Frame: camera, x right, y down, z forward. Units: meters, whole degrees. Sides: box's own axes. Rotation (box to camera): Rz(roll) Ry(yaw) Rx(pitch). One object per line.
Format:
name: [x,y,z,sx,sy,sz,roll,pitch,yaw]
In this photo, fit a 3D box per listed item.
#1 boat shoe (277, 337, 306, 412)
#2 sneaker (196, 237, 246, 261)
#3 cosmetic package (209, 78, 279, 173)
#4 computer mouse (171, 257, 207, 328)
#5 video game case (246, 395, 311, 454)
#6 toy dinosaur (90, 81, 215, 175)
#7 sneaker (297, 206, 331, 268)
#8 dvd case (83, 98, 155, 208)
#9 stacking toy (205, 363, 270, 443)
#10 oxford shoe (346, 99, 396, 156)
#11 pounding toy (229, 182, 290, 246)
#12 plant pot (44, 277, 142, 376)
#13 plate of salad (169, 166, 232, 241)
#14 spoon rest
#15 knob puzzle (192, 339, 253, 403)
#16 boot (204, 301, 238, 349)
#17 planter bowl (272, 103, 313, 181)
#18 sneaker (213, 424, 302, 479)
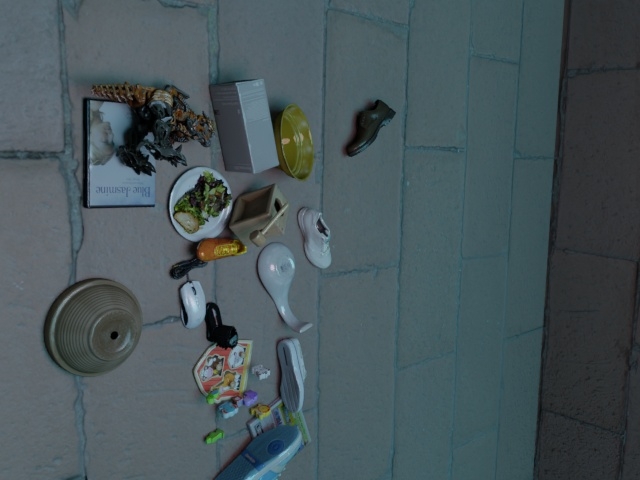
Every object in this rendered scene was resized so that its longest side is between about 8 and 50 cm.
boat shoe: [-0.073,0.407,2.065,0.076,0.083,0.226,-11,98,-52]
sneaker: [-0.263,0.019,1.805,0.175,0.068,0.064,-16,101,-57]
cosmetic package: [-0.201,-0.302,1.795,0.107,0.127,0.237,-22,110,-41]
computer mouse: [-0.335,0.145,1.794,0.106,0.042,0.192,-19,110,-43]
video game case: [-0.125,0.595,2.097,0.193,0.023,0.212,-33,118,-37]
toy dinosaur: [-0.391,-0.279,1.595,0.322,0.164,0.218,13,72,-27]
sneaker: [0.000,0.000,2.070,0.080,0.094,0.212,-41,124,-35]
dvd case: [-0.474,-0.203,1.610,0.180,0.022,0.252,-5,101,-45]
stacking toy: [-0.231,0.467,1.922,0.221,0.052,0.166,-22,126,-40]
oxford shoe: [0.142,-0.362,2.177,0.096,0.083,0.227,42,67,-16]
pounding toy: [-0.141,-0.045,1.803,0.094,0.181,0.206,55,29,-36]
plant pot: [-0.509,0.212,1.585,0.237,0.110,0.237,-10,105,-43]
plate of salad: [-0.306,-0.093,1.780,0.200,0.048,0.199,-9,102,-44]
spoon rest: [-0.109,0.140,2.010,0.137,0.084,0.276,-25,101,-41]
knob puzzle: [-0.272,0.366,1.905,0.213,0.030,0.213,-10,105,-44]
boot: [-0.268,0.234,1.836,0.045,0.099,0.121,-9,103,-46]
planter bowl: [-0.102,-0.269,1.904,0.217,0.091,0.217,-5,90,-67]
sneaker: [-0.159,0.703,1.996,0.319,0.127,0.208,-36,123,-15]
